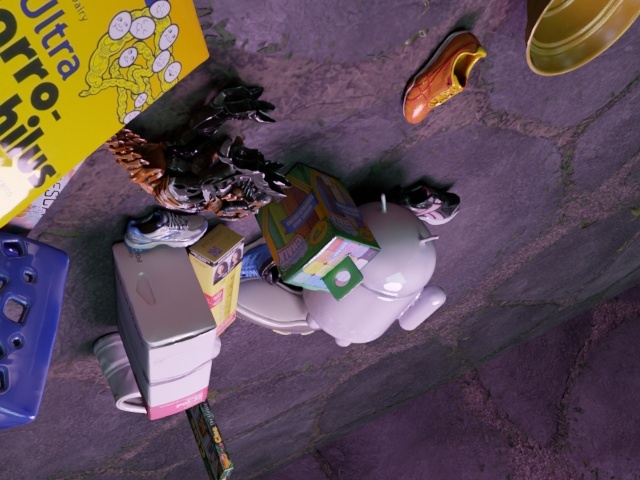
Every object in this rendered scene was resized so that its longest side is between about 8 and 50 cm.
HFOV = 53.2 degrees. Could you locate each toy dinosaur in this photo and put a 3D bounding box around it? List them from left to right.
[{"bbox_3d":[-0.166,-0.094,0.885,0.218,0.164,0.322,-24,177,27],"label":"toy dinosaur"}]

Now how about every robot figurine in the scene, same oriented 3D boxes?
[{"bbox_3d":[0.094,0.064,1.249,0.353,0.300,0.200,-59,-177,43],"label":"robot figurine"}]

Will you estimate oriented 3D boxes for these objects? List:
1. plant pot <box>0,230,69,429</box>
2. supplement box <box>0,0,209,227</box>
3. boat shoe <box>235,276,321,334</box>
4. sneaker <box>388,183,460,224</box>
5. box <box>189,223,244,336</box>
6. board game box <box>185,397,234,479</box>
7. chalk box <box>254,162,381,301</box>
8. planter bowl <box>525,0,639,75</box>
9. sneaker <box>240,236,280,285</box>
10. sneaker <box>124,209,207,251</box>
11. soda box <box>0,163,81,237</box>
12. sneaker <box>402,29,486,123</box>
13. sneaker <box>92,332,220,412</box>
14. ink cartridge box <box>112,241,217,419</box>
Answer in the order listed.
[{"bbox_3d":[-0.485,0.102,0.784,0.236,0.236,0.212,-16,149,26],"label":"plant pot"},{"bbox_3d":[-0.293,-0.149,0.492,0.356,0.195,0.194,-47,157,-20],"label":"supplement box"},{"bbox_3d":[-0.087,0.149,1.365,0.305,0.109,0.091,13,145,-42],"label":"boat shoe"},{"bbox_3d":[0.219,-0.078,1.302,0.178,0.072,0.077,-11,146,-29],"label":"sneaker"},{"bbox_3d":[-0.193,0.083,1.161,0.087,0.058,0.232,-44,158,-42],"label":"box"},{"bbox_3d":[-0.278,0.451,1.533,0.030,0.260,0.136,-13,147,-27],"label":"board game box"},{"bbox_3d":[0.000,0.000,1.087,0.132,0.213,0.132,-43,144,24],"label":"chalk box"},{"bbox_3d":[0.382,-0.362,0.961,0.217,0.090,0.217,-21,150,-13],"label":"planter bowl"},{"bbox_3d":[-0.124,0.055,1.208,0.152,0.085,0.058,-30,151,5],"label":"sneaker"},{"bbox_3d":[-0.245,-0.021,1.021,0.135,0.052,0.058,-15,144,-23],"label":"sneaker"},{"bbox_3d":[-0.362,-0.084,0.804,0.183,0.063,0.058,-43,146,26],"label":"soda box"},{"bbox_3d":[0.189,-0.247,1.009,0.064,0.067,0.175,-6,146,-37],"label":"sneaker"},{"bbox_3d":[-0.312,0.278,1.323,0.292,0.169,0.108,4,136,-46],"label":"sneaker"},{"bbox_3d":[-0.274,0.153,1.110,0.117,0.207,0.283,-15,149,-25],"label":"ink cartridge box"}]
